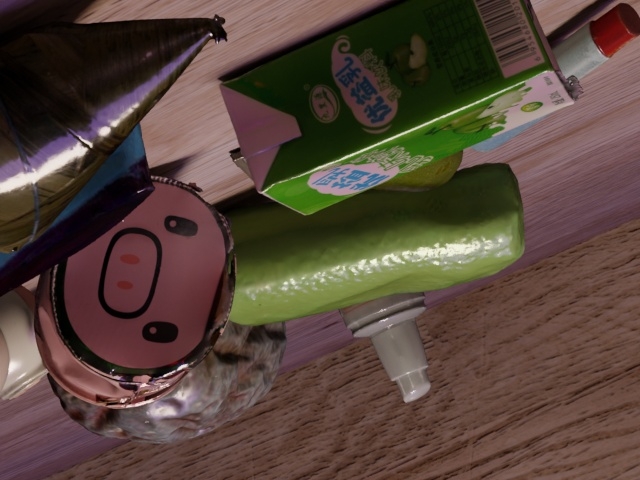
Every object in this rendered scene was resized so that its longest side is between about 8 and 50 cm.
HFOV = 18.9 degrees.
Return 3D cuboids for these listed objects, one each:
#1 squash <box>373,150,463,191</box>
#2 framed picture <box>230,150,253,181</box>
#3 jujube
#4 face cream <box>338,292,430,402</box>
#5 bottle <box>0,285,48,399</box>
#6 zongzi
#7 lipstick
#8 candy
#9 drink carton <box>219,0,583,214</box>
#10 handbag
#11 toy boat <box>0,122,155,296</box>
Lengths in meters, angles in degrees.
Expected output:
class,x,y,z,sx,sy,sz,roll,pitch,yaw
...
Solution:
class,x,y,z,sx,sy,sz,roll,pitch,yaw
squash,0.089,-0.091,1.877,0.094,0.094,0.341,-24,172,19
framed picture,-0.026,-0.089,1.870,0.109,0.011,0.149,-22,171,4
jujube,-0.168,0.119,2.176,0.226,0.226,0.317,-25,176,22
face cream,0.069,0.064,2.222,0.101,0.251,0.101,-21,171,-4
bottle,-0.347,0.109,1.804,0.147,0.147,0.236,-28,-178,37
zongzi,-0.165,-0.079,1.290,0.242,0.112,0.221,-22,170,1
lipstick,0.224,-0.160,1.866,0.068,0.061,0.274,-14,169,-32
candy,0.045,0.000,2.033,0.344,0.132,0.142,-12,149,7
drink carton,0.070,-0.124,1.582,0.271,0.108,0.161,-22,169,10
handbag,-0.173,0.049,1.779,0.179,0.205,0.116,12,167,-6
toy boat,-0.233,-0.024,1.609,0.136,0.079,0.392,-17,173,-35
